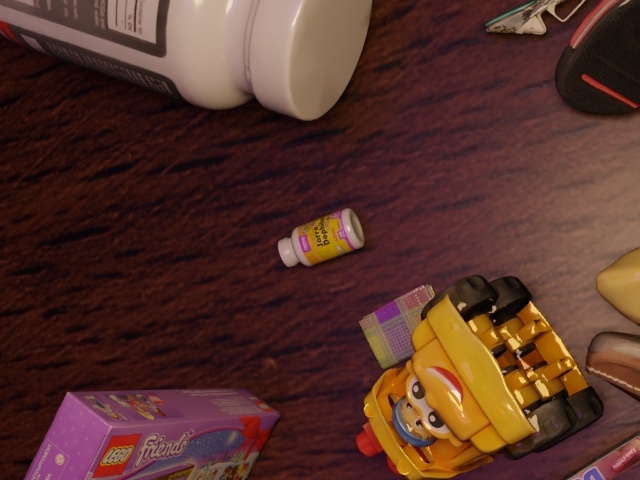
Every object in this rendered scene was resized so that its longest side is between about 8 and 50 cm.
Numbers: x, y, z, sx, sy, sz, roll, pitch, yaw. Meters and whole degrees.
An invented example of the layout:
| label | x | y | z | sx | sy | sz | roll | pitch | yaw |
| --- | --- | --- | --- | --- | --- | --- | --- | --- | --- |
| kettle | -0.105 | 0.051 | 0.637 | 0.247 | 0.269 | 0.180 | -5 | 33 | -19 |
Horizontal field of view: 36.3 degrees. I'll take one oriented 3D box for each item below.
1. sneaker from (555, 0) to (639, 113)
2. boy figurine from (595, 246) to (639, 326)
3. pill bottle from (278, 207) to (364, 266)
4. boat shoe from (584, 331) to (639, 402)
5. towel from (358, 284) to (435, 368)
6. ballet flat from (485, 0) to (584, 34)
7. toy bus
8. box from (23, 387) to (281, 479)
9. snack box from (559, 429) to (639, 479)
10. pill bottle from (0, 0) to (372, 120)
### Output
| label | x | y | z | sx | sy | sz | roll | pitch | yaw |
| --- | --- | --- | --- | --- | --- | --- | --- | --- | --- |
| sneaker | 0.334 | -0.244 | 0.874 | 0.116 | 0.136 | 0.314 | 32 | 119 | -16 |
| boy figurine | 0.384 | 0.035 | 0.826 | 0.285 | 0.092 | 0.177 | -13 | 70 | 20 |
| pill bottle | 0.000 | 0.000 | 0.996 | 0.083 | 0.043 | 0.043 | -21 | 79 | 17 |
| boat shoe | 0.366 | 0.179 | 0.812 | 0.324 | 0.123 | 0.116 | 27 | 97 | 21 |
| towel | 0.086 | 0.087 | 0.977 | 0.083 | 0.009 | 0.060 | -30 | 77 | 16 |
| ballet flat | 0.216 | -0.222 | 0.940 | 0.114 | 0.041 | 0.041 | -30 | 76 | 16 |
| toy bus | 0.113 | 0.143 | 0.859 | 0.211 | 0.220 | 0.149 | -36 | 71 | 20 |
| box | -0.166 | 0.237 | 0.905 | 0.057 | 0.293 | 0.201 | 30 | 96 | 26 |
| snack box | 0.221 | 0.230 | 0.887 | 0.178 | 0.064 | 0.022 | -37 | 73 | 14 |
| pill bottle | -0.146 | -0.252 | 0.982 | 0.362 | 0.210 | 0.210 | 21 | 93 | 20 |
